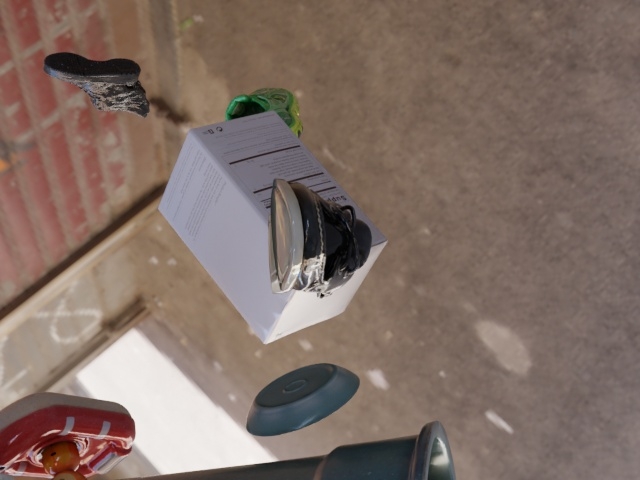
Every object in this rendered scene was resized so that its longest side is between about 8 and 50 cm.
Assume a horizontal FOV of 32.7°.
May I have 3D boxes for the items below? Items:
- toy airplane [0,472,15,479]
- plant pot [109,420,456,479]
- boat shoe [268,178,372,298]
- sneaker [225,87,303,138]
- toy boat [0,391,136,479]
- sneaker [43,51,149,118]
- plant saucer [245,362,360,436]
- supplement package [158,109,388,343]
[{"bbox_3d":[-0.456,0.466,1.341,0.384,0.386,0.272,40,-164,-13],"label":"toy airplane"},{"bbox_3d":[-0.062,0.319,0.863,0.334,0.341,0.341,-3,138,11],"label":"plant pot"},{"bbox_3d":[0.000,0.004,1.237,0.340,0.113,0.127,108,158,-77],"label":"boat shoe"},{"bbox_3d":[-0.108,-0.230,1.962,0.123,0.109,0.295,29,-169,-19],"label":"sneaker"},{"bbox_3d":[-0.357,0.305,1.496,0.231,0.151,0.151,18,-141,-46],"label":"toy boat"},{"bbox_3d":[-0.327,-0.224,1.598,0.089,0.170,0.051,-61,40,43],"label":"sneaker"},{"bbox_3d":[-0.021,0.148,1.051,0.119,0.119,0.021,3,118,60],"label":"plant saucer"},{"bbox_3d":[-0.076,-0.025,1.644,0.293,0.175,0.177,50,135,22],"label":"supplement package"}]
